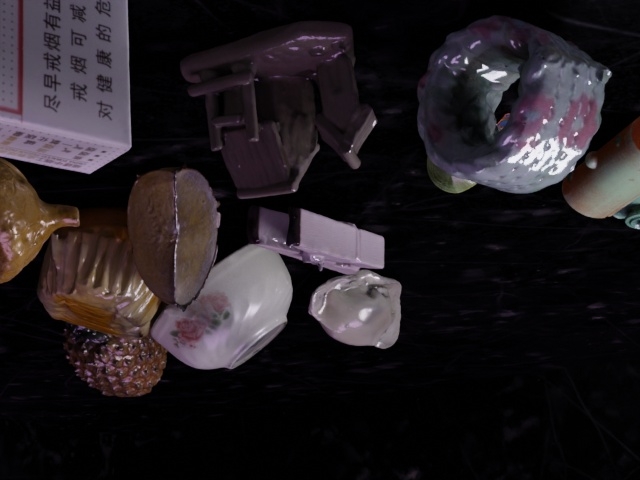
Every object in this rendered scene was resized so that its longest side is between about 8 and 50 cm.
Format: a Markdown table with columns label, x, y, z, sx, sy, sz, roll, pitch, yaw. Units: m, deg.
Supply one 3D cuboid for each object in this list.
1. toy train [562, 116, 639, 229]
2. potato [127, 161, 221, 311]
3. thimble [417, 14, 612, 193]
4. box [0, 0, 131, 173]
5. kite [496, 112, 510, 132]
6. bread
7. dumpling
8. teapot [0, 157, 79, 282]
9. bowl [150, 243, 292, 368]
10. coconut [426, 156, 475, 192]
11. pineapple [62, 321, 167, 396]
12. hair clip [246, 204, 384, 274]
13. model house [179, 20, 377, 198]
| label | x | y | z | sx | sy | sz | roll | pitch | yaw |
| --- | --- | --- | --- | --- | --- | --- | --- | --- | --- |
| toy train | 0.479 | -0.104 | 1.889 | 0.177 | 0.116 | 0.285 | 13 | 161 | -10 |
| potato | -0.225 | -0.027 | 1.952 | 0.098 | 0.243 | 0.138 | 15 | -152 | 23 |
| thimble | 0.228 | -0.162 | 1.488 | 0.149 | 0.185 | 0.211 | 11 | 144 | -45 |
| box | -0.343 | -0.200 | 1.200 | 0.330 | 0.210 | 0.095 | 10 | 158 | -40 |
| kite | 0.303 | -0.158 | 1.818 | 0.190 | 0.010 | 0.159 | -13 | 161 | 33 |
| bread | -0.358 | 0.057 | 2.167 | 0.236 | 0.183 | 0.388 | 17 | 166 | -10 |
| dumpling | 0.077 | 0.132 | 2.544 | 0.250 | 0.162 | 0.132 | 26 | -175 | -38 |
| teapot | -0.494 | -0.053 | 1.789 | 0.311 | 0.167 | 0.203 | 14 | 136 | 5 |
| bowl | -0.155 | 0.134 | 2.252 | 0.277 | 0.145 | 0.277 | -40 | 173 | -6 |
| coconut | 0.198 | -0.112 | 1.826 | 0.087 | 0.088 | 0.096 | -10 | -169 | 20 |
| pineapple | -0.436 | 0.181 | 2.508 | 0.202 | 0.202 | 0.362 | -6 | 156 | 10 |
| hair clip | 0.000 | 0.005 | 2.169 | 0.101 | 0.085 | 0.330 | -10 | 164 | 28 |
| model house | -0.044 | -0.150 | 1.515 | 0.229 | 0.188 | 0.122 | -11 | 177 | 25 |
